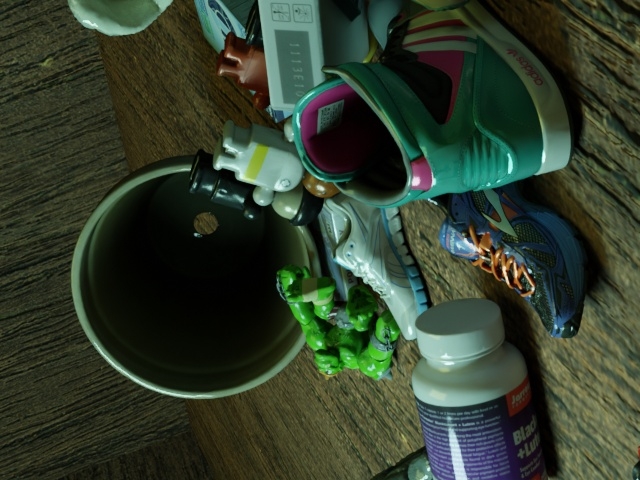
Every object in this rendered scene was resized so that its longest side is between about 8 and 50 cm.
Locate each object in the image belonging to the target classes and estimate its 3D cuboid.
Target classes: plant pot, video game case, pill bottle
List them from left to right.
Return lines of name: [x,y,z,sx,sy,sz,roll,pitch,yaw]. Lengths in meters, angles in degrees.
plant pot: [-0.166,0.014,1.725,0.280,0.323,0.323,-101,-2,-71]
video game case: [0.000,0.000,1.663,0.201,0.023,0.183,-133,28,-58]
pill bottle: [0.145,0.157,1.160,0.108,0.108,0.193,-144,38,-66]

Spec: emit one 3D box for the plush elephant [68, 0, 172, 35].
plush elephant: [-0.157,-0.362,1.312,0.330,0.255,0.272,138,118,-77]

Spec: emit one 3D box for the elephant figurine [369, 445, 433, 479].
elephant figurine: [0.152,0.338,1.333,0.169,0.186,0.239,-36,81,30]

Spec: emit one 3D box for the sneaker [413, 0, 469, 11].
sneaker: [0.071,-0.285,0.938,0.092,0.087,0.229,14,123,70]

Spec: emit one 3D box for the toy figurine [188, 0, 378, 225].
toy figurine: [-0.034,-0.128,1.298,0.209,0.148,0.213,154,130,-71]

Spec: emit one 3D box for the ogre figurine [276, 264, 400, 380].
ogre figurine: [0.030,0.107,1.545,0.197,0.097,0.118,6,130,27]

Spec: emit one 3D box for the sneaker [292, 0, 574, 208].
sneaker: [0.055,-0.121,1.007,0.295,0.178,0.124,-126,23,-53]

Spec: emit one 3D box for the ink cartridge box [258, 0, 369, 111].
ink cartridge box: [0.008,-0.284,1.079,0.239,0.060,0.275,-59,-30,-49]

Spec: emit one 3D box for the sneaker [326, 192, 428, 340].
sneaker: [0.057,0.025,1.373,0.071,0.083,0.191,155,95,-74]

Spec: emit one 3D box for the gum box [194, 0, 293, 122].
gum box: [-0.099,-0.261,1.572,0.184,0.041,0.157,52,167,30]

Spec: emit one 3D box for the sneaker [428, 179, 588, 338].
sneaker: [0.143,-0.001,1.017,0.083,0.087,0.221,86,159,-46]

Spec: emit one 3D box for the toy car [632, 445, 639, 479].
toy car: [0.278,0.271,0.926,0.225,0.053,0.239,111,139,-68]
